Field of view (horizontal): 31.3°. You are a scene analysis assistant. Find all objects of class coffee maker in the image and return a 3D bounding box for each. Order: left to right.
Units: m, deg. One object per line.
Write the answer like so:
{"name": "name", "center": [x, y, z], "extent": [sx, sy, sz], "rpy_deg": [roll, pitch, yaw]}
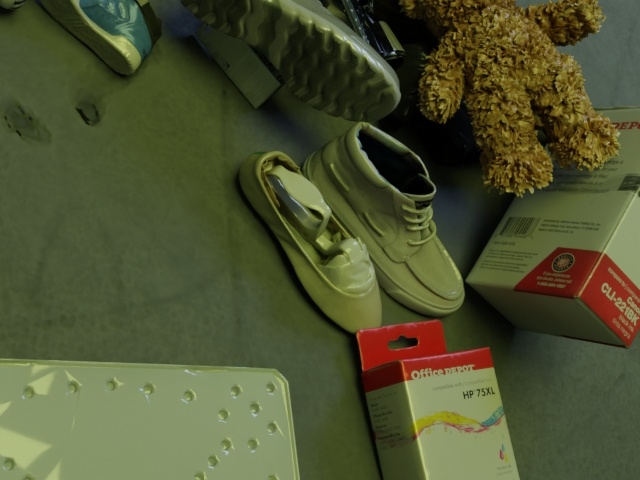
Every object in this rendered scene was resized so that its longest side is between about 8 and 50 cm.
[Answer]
{"name": "coffee maker", "center": [-0.003, -0.269, 1.397], "extent": [0.171, 0.120, 0.178], "rpy_deg": [-19, 77, -4]}

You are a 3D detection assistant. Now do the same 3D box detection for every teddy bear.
{"name": "teddy bear", "center": [0.223, -0.212, 1.358], "extent": [0.245, 0.113, 0.338], "rpy_deg": [-8, 72, 9]}

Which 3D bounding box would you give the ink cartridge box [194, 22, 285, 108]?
{"name": "ink cartridge box", "center": [-0.090, -0.216, 1.331], "extent": [0.115, 0.063, 0.029], "rpy_deg": [51, 50, -3]}

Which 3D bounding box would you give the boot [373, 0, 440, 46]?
{"name": "boot", "center": [0.135, -0.346, 1.537], "extent": [0.213, 0.077, 0.165], "rpy_deg": [52, 48, 0]}

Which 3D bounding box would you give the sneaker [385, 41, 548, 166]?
{"name": "sneaker", "center": [0.201, -0.143, 1.481], "extent": [0.286, 0.109, 0.130], "rpy_deg": [21, 65, -14]}

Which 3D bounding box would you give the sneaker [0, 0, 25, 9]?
{"name": "sneaker", "center": [-0.379, -0.354, 1.189], "extent": [0.132, 0.086, 0.229], "rpy_deg": [-2, 71, -32]}

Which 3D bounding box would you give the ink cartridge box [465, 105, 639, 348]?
{"name": "ink cartridge box", "center": [0.332, -0.023, 1.379], "extent": [0.114, 0.197, 0.273], "rpy_deg": [40, 73, -28]}

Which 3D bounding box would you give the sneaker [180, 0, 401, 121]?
{"name": "sneaker", "center": [-0.018, -0.247, 1.280], "extent": [0.281, 0.105, 0.115], "rpy_deg": [38, 45, -7]}

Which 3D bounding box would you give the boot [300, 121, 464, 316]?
{"name": "boot", "center": [0.097, -0.022, 1.327], "extent": [0.258, 0.123, 0.095], "rpy_deg": [43, 52, -10]}

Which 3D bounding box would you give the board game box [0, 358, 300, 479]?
{"name": "board game box", "center": [-0.187, 0.305, 1.033], "extent": [0.389, 0.050, 0.390], "rpy_deg": [6, 65, -31]}

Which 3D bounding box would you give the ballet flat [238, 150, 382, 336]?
{"name": "ballet flat", "center": [0.000, 0.000, 1.280], "extent": [0.248, 0.086, 0.086], "rpy_deg": [51, 51, -4]}

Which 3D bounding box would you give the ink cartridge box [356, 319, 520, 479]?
{"name": "ink cartridge box", "center": [0.131, 0.198, 1.268], "extent": [0.134, 0.078, 0.231], "rpy_deg": [-4, 77, -35]}

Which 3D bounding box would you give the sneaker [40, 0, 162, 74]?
{"name": "sneaker", "center": [-0.240, -0.262, 1.252], "extent": [0.152, 0.058, 0.085], "rpy_deg": [43, 57, -15]}
